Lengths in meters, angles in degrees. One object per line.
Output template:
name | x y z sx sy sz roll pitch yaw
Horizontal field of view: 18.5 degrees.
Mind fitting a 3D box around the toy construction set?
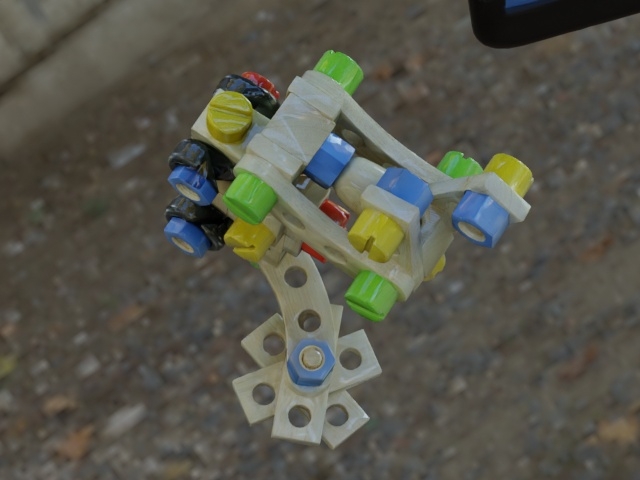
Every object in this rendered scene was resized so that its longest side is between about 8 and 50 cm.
toy construction set | 0.000 0.000 1.291 0.151 0.215 0.328 -55 -6 -33

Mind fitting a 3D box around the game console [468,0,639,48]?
game console | 0.105 -0.077 0.486 0.085 0.124 0.144 -43 -25 -12
